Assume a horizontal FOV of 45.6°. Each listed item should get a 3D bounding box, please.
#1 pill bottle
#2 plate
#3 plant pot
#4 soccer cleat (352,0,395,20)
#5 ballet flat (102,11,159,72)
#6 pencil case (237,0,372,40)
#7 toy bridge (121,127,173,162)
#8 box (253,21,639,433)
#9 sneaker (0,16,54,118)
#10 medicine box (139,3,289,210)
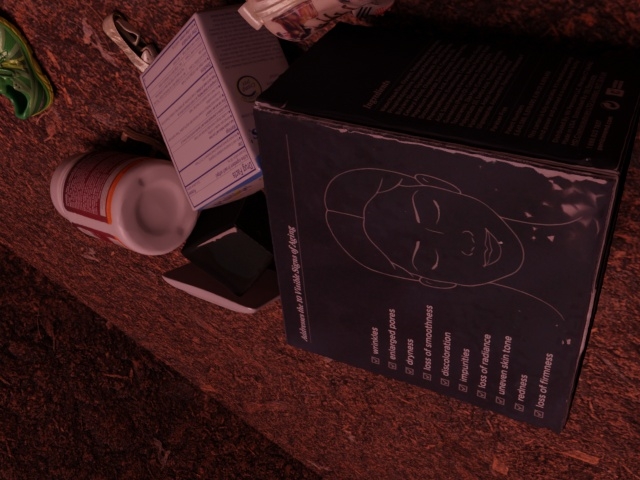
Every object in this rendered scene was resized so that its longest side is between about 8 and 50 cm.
[{"bbox_3d":[-0.490,-0.105,1.856,0.392,0.224,0.224,15,147,46],"label":"pill bottle"},{"bbox_3d":[-0.222,0.114,1.956,0.277,0.277,0.045,18,109,21],"label":"plate"},{"bbox_3d":[-0.184,-0.012,1.801,0.187,0.188,0.167,39,137,-21],"label":"plant pot"},{"bbox_3d":[0.080,-0.370,1.193,0.083,0.029,0.035,1,142,48],"label":"soccer cleat"},{"bbox_3d":[-0.368,-0.390,1.535,0.168,0.057,0.052,42,138,-18],"label":"ballet flat"},{"bbox_3d":[0.062,-0.392,1.024,0.410,0.183,0.160,-6,121,47],"label":"pencil case"},{"bbox_3d":[-0.400,-0.217,1.840,0.188,0.026,0.063,34,149,-5],"label":"toy bridge"},{"bbox_3d":[0.190,-0.027,1.151,0.471,0.297,0.480,14,133,21],"label":"box"},{"bbox_3d":[-0.731,-0.406,1.761,0.109,0.124,0.296,9,142,33],"label":"sneaker"},{"bbox_3d":[-0.170,-0.233,1.377,0.263,0.149,0.289,-22,90,54],"label":"medicine box"}]
